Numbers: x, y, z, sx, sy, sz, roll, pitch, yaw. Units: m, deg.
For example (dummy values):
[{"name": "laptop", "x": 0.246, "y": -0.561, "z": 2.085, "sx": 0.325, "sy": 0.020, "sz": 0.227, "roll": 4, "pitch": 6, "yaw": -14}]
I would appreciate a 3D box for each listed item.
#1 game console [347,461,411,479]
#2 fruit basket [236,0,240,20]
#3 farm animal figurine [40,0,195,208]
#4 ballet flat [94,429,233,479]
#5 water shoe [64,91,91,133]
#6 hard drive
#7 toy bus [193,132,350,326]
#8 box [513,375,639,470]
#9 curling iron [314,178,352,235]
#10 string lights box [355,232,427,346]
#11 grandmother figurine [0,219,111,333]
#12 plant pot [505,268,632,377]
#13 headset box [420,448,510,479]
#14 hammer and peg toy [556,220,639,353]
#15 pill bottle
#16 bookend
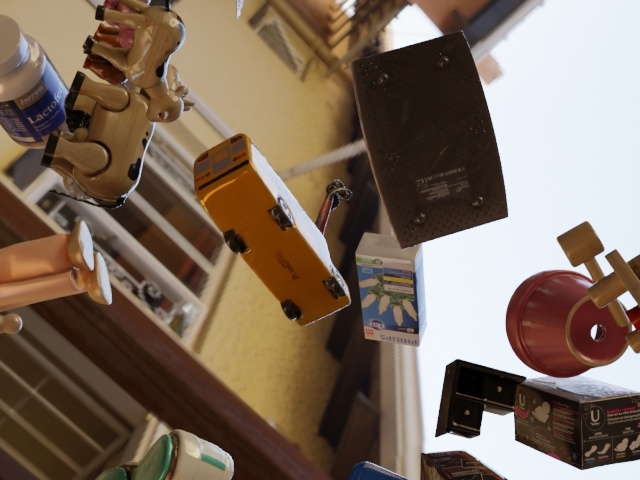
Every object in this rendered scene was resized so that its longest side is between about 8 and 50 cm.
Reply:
[{"name": "game console", "x": 0.115, "y": 0.544, "z": 1.509, "sx": 0.173, "sy": 0.250, "sz": 0.293, "roll": 12, "pitch": -115, "yaw": 24}, {"name": "fruit basket", "x": -0.135, "y": -0.584, "z": 1.732, "sx": 0.165, "sy": 0.327, "sz": 0.353, "roll": -1, "pitch": -162, "yaw": -8}, {"name": "farm animal figurine", "x": -0.267, "y": -0.195, "z": 1.326, "sx": 0.327, "sy": 0.172, "sz": 0.330, "roll": -68, "pitch": -165, "yaw": 0}, {"name": "ballet flat", "x": -0.259, "y": 0.405, "z": 1.468, "sx": 0.400, "sy": 0.139, "sz": 0.139, "roll": -40, "pitch": -167, "yaw": 46}, {"name": "water shoe", "x": -0.401, "y": -0.175, "z": 1.636, "sx": 0.072, "sy": 0.203, "sz": 0.080, "roll": -21, "pitch": 174, "yaw": 1}, {"name": "hard drive", "x": 0.142, "y": -0.132, "z": 1.241, "sx": 0.172, "sy": 0.255, "sz": 0.054, "roll": -17, "pitch": -171, "yaw": -5}, {"name": "toy bus", "x": -0.074, "y": -0.008, "z": 1.529, "sx": 0.108, "sy": 0.333, "sz": 0.130, "roll": -28, "pitch": -142, "yaw": 11}, {"name": "box", "x": 0.535, "y": 0.368, "z": 1.953, "sx": 0.163, "sy": 0.142, "sz": 0.247, "roll": -4, "pitch": -175, "yaw": -20}, {"name": "curling iron", "x": 0.000, "y": 0.000, "z": 1.869, "sx": 0.068, "sy": 0.035, "sz": 0.274, "roll": -10, "pitch": 130, "yaw": -44}, {"name": "string lights box", "x": 0.160, "y": 0.111, "z": 2.072, "sx": 0.133, "sy": 0.260, "sz": 0.077, "roll": 7, "pitch": -139, "yaw": 18}, {"name": "grandmother figurine", "x": -0.463, "y": 0.065, "z": 1.225, "sx": 0.342, "sy": 0.208, "sz": 0.104, "roll": -16, "pitch": -146, "yaw": 0}, {"name": "plant pot", "x": 0.459, "y": 0.153, "z": 1.689, "sx": 0.201, "sy": 0.201, "sz": 0.180, "roll": -47, "pitch": -172, "yaw": -9}, {"name": "headset box", "x": 0.288, "y": 0.557, "z": 1.874, "sx": 0.293, "sy": 0.110, "sz": 0.218, "roll": -166, "pitch": -104, "yaw": -73}, {"name": "hammer and peg toy", "x": 0.516, "y": 0.122, "z": 1.419, "sx": 0.127, "sy": 0.266, "sz": 0.361, "roll": -36, "pitch": -135, "yaw": 14}, {"name": "pill bottle", "x": -0.579, "y": -0.302, "z": 1.792, "sx": 0.153, "sy": 0.153, "sz": 0.265, "roll": -48, "pitch": 158, "yaw": -14}, {"name": "bookend", "x": 0.328, "y": 0.341, "z": 1.924, "sx": 0.072, "sy": 0.156, "sz": 0.157, "roll": 123, "pitch": -18, "yaw": -67}]
